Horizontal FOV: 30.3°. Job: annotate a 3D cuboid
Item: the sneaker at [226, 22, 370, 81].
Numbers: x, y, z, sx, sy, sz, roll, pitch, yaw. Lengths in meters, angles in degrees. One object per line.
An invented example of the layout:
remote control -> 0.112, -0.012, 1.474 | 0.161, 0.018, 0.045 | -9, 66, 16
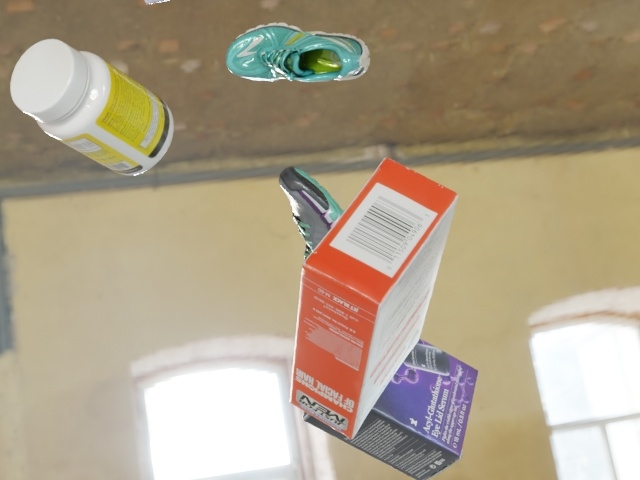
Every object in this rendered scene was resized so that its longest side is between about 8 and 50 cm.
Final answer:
sneaker -> -0.050, -0.331, 2.117 | 0.275, 0.107, 0.110 | 3, 20, 22

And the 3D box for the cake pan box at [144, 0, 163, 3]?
cake pan box -> -0.084, -0.374, 1.145 | 0.245, 0.070, 0.267 | -10, -59, 2

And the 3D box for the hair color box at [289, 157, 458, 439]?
hair color box -> 0.028, 0.039, 0.718 | 0.053, 0.093, 0.167 | 28, -33, 15

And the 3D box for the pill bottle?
pill bottle -> -0.293, -0.172, 1.530 | 0.119, 0.119, 0.208 | -17, -24, 22

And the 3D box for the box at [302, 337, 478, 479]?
box -> 0.100, 0.217, 1.664 | 0.207, 0.153, 0.108 | 29, -40, -14

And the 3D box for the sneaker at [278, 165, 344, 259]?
sneaker -> 0.000, 0.000, 1.557 | 0.098, 0.083, 0.223 | -40, -55, 7
